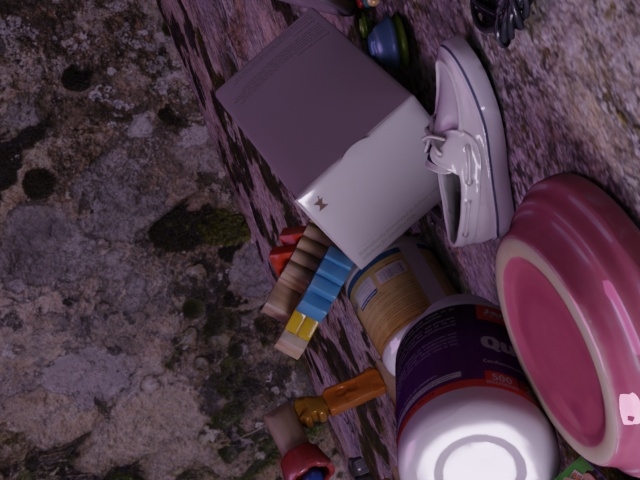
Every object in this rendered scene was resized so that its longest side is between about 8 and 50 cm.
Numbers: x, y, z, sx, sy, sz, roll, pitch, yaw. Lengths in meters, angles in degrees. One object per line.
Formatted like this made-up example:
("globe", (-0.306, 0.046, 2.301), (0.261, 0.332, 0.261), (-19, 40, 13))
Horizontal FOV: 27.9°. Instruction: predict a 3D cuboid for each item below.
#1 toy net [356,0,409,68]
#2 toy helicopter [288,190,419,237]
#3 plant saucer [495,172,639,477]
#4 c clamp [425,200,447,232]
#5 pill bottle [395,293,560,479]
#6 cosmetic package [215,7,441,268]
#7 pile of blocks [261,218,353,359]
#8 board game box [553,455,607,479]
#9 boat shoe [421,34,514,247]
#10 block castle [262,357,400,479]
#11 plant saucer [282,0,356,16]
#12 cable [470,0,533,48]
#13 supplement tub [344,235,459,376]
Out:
("toy net", (0.069, -0.330, 1.612), (0.122, 0.045, 0.232), (-105, 4, -52))
("toy helicopter", (0.075, -0.013, 2.068), (0.235, 0.140, 0.355), (51, 173, 32))
("plant saucer", (0.270, 0.098, 1.313), (0.332, 0.084, 0.332), (159, 90, -79))
("c clamp", (0.146, -0.075, 1.763), (0.137, 0.022, 0.160), (-124, 16, -50))
("pill bottle", (0.180, 0.189, 1.546), (0.323, 0.181, 0.181), (-84, -21, -66))
("cosmetic package", (0.018, -0.147, 1.706), (0.155, 0.197, 0.365), (48, -176, -35))
("pile of blocks", (0.000, 0.000, 1.847), (0.113, 0.362, 0.149), (27, -169, -2))
("board game box", (0.335, 0.380, 1.446), (0.213, 0.046, 0.317), (46, 163, 22))
("boat shoe", (0.159, -0.104, 1.468), (0.095, 0.084, 0.258), (-131, 22, -62))
("block castle", (0.090, 0.439, 2.299), (0.453, 0.303, 0.213), (79, 164, -49))
("plant saucer", (-0.131, -0.414, 1.772), (0.400, 0.400, 0.100), (-145, 71, -71))
("cable", (0.167, -0.274, 1.232), (0.150, 0.047, 0.184), (-151, 43, -66))
("supplement tub", (0.135, 0.109, 1.849), (0.144, 0.144, 0.199), (84, 162, -55))
